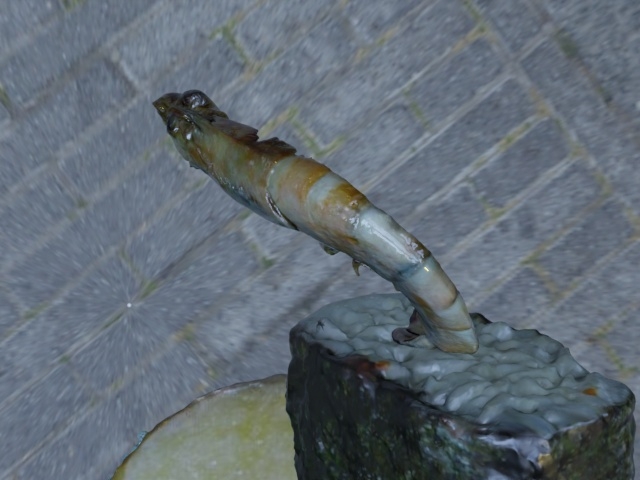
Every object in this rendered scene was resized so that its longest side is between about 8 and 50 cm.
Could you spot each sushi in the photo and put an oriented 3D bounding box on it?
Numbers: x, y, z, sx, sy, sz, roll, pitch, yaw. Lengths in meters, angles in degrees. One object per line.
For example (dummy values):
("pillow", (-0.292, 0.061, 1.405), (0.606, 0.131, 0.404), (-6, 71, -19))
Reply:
("sushi", (0.073, 0.112, 0.830), (0.124, 0.225, 0.127), (-13, 110, -34))

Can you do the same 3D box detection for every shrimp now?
("shrimp", (0.002, -0.003, 0.724), (0.195, 0.148, 0.035), (33, 81, 39))

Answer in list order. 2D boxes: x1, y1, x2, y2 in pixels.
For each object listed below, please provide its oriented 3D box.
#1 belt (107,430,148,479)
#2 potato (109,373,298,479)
("belt", (-0.206, 0.291, 1.591), (0.179, 0.065, 0.100), (-44, 137, 7))
("potato", (-0.008, 0.345, 1.249), (0.442, 0.319, 0.385), (-2, 53, 6))
